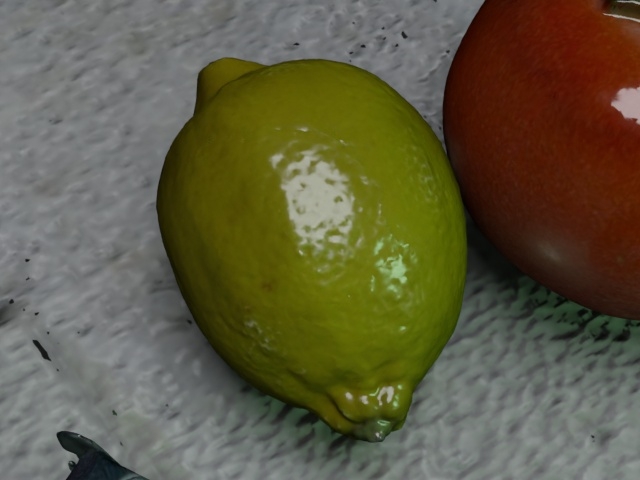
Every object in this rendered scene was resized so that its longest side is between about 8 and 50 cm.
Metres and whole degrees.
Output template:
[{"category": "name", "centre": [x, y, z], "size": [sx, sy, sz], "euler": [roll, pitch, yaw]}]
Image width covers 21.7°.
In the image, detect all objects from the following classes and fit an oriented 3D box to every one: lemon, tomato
[{"category": "lemon", "centre": [0.000, 0.000, 0.984], "size": [0.184, 0.184, 0.248], "euler": [-20, 78, -14]}, {"category": "tomato", "centre": [0.199, -0.077, 1.009], "size": [0.256, 0.224, 0.255], "euler": [11, 49, -13]}]

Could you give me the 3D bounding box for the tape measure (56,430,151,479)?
[{"category": "tape measure", "centre": [-0.088, 0.263, 0.862], "size": [0.275, 0.147, 0.256], "euler": [30, 65, 11]}]
